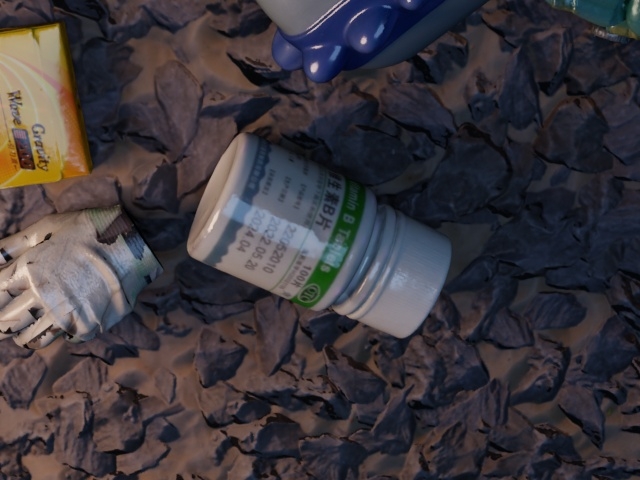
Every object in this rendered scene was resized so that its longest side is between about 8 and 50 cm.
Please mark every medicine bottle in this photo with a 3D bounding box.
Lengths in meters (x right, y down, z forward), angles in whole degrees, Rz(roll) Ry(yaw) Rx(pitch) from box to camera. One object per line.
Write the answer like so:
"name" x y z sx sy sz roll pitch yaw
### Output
"medicine bottle" 0.000 0.000 1.177 0.236 0.139 0.139 25 102 -12

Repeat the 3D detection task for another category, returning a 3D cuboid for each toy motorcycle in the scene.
"toy motorcycle" 0.338 -0.220 1.123 0.296 0.198 0.109 7 111 -8

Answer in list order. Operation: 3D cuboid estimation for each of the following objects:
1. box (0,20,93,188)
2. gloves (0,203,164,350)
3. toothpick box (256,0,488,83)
"box" -0.365 -0.115 1.148 0.269 0.043 0.152 -10 108 -3
"gloves" -0.267 0.048 1.179 0.212 0.111 0.128 -33 113 -5
"toothpick box" 0.071 -0.282 1.003 0.263 0.263 0.354 41 134 -16
